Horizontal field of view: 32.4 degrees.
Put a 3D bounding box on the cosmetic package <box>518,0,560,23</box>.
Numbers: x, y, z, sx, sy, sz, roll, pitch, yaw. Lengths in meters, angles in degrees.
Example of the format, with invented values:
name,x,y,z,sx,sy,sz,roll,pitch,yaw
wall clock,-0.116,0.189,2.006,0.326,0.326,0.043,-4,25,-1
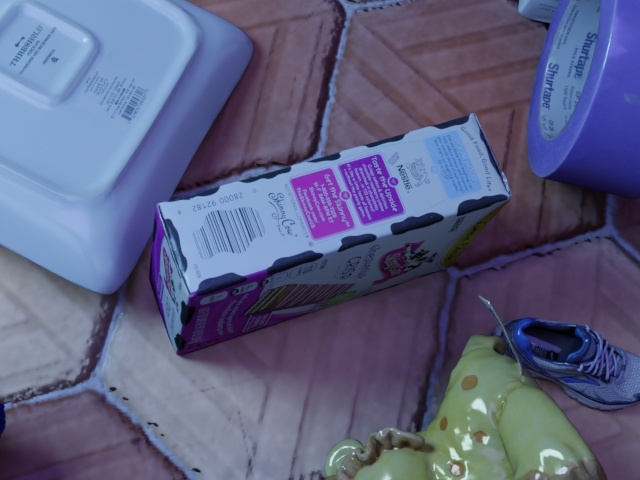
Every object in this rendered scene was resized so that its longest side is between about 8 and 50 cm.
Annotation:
name,x,y,z,sx,sy,sz,roll,pitch,yaw
cosmetic package,0.273,-0.292,0.957,0.151,0.151,0.184,13,68,-5

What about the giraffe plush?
name,x,y,z,sx,sy,sz,roll,pitch,yaw
giraffe plush,0.094,0.170,0.753,0.170,0.181,0.210,-32,88,2

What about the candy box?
name,x,y,z,sx,sy,sz,roll,pitch,yaw
candy box,0.000,0.000,0.791,0.233,0.159,0.071,-18,75,-16

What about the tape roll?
name,x,y,z,sx,sy,sz,roll,pitch,yaw
tape roll,0.232,-0.132,0.867,0.080,0.189,0.189,13,67,-4

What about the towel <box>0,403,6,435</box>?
name,x,y,z,sx,sy,sz,roll,pitch,yaw
towel,-0.357,0.202,0.674,0.227,0.076,0.308,27,72,-16

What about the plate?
name,x,y,z,sx,sy,sz,roll,pitch,yaw
plate,-0.215,-0.133,0.833,0.278,0.045,0.277,28,57,-5

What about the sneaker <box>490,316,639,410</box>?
name,x,y,z,sx,sy,sz,roll,pitch,yaw
sneaker,0.200,0.092,0.845,0.135,0.058,0.052,15,67,-5
